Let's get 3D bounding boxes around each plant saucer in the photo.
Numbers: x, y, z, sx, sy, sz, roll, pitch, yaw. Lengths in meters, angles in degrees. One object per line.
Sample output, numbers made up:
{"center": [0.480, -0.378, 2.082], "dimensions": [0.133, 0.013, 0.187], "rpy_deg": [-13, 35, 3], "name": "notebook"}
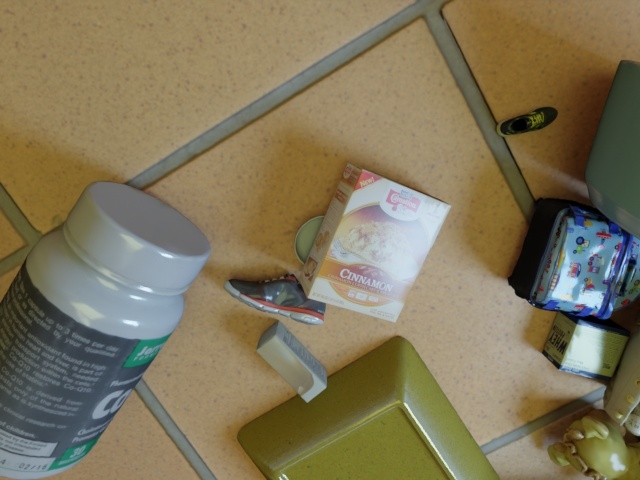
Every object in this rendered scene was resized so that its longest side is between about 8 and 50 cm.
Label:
{"center": [0.082, 0.375, 0.746], "dimensions": [0.333, 0.081, 0.332], "rpy_deg": [-32, 101, 8], "name": "plant saucer"}

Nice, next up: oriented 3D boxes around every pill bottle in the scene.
{"center": [-0.316, 0.114, 0.625], "dimensions": [0.204, 0.204, 0.361], "rpy_deg": [35, 101, -7], "name": "pill bottle"}

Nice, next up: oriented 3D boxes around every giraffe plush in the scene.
{"center": [0.451, 0.335, 0.705], "dimensions": [0.171, 0.210, 0.181], "rpy_deg": [32, 108, 24], "name": "giraffe plush"}

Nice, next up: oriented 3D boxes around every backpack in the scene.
{"center": [0.378, 0.033, 0.649], "dimensions": [0.174, 0.117, 0.158], "rpy_deg": [15, 102, -4], "name": "backpack"}

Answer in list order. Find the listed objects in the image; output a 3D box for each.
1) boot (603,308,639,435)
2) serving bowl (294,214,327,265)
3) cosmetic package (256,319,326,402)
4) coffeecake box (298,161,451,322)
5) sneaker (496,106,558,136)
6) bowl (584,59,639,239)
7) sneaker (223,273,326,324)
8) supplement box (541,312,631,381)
{"center": [0.463, 0.179, 0.613], "dimensions": [0.095, 0.262, 0.203], "rpy_deg": [18, 105, 13], "name": "boot"}
{"center": [0.000, 0.000, 0.683], "dimensions": [0.084, 0.027, 0.083], "rpy_deg": [-5, 111, -13], "name": "serving bowl"}
{"center": [-0.043, 0.184, 0.713], "dimensions": [0.041, 0.060, 0.115], "rpy_deg": [-41, 98, 9], "name": "cosmetic package"}
{"center": [0.072, 0.004, 0.652], "dimensions": [0.143, 0.068, 0.185], "rpy_deg": [18, 102, -19], "name": "coffeecake box"}
{"center": [0.290, -0.162, 0.645], "dimensions": [0.083, 0.035, 0.031], "rpy_deg": [-19, 103, 4], "name": "sneaker"}
{"center": [0.455, -0.070, 0.552], "dimensions": [0.312, 0.311, 0.163], "rpy_deg": [23, 118, -5], "name": "bowl"}
{"center": [-0.064, 0.078, 0.701], "dimensions": [0.158, 0.061, 0.064], "rpy_deg": [19, 75, -5], "name": "sneaker"}
{"center": [0.400, 0.156, 0.706], "dimensions": [0.083, 0.056, 0.083], "rpy_deg": [14, 102, -3], "name": "supplement box"}
